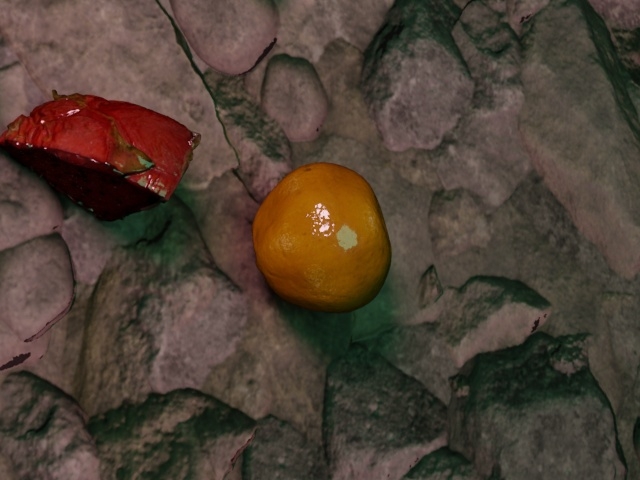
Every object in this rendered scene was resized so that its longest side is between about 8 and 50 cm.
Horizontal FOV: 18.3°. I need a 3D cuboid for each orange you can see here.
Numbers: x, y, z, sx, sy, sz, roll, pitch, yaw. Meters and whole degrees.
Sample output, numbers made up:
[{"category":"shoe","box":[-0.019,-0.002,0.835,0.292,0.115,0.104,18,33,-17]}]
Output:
[{"category":"orange","box":[0.000,0.000,2.010,0.159,0.136,0.159,-16,90,-81]}]

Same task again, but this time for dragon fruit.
[{"category":"dragon fruit","box":[-0.205,-0.100,1.876,0.161,0.120,0.127,32,58,-26]}]
